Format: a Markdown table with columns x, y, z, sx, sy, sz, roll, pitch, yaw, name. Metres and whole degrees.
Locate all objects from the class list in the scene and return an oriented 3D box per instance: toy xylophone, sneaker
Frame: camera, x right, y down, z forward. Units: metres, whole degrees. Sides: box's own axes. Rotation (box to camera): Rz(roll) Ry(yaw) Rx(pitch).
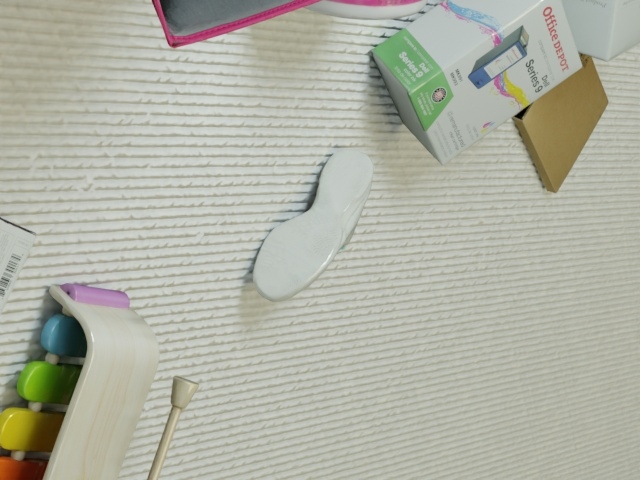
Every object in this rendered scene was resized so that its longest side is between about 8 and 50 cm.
| x | y | z | sx | sy | sz | roll | pitch | yaw | name |
| --- | --- | --- | --- | --- | --- | --- | --- | --- | --- |
| -0.243 | 0.208 | 1.927 | 0.236 | 0.081 | 0.323 | 30 | 83 | -60 | toy xylophone |
| 0.000 | 0.000 | 2.195 | 0.212 | 0.080 | 0.094 | -53 | 159 | -26 | sneaker |

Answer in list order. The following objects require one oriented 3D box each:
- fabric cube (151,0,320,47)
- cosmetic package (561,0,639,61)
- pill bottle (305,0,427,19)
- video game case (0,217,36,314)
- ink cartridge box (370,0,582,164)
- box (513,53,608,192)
| x | y | z | sx | sy | sz | roll | pitch | yaw | name |
| --- | --- | --- | --- | --- | --- | --- | --- | --- | --- |
| -0.063 | -0.361 | 1.572 | 0.254 | 0.258 | 0.259 | -19 | 136 | -4 | fabric cube |
| 0.345 | -0.347 | 2.435 | 0.151 | 0.151 | 0.184 | -29 | 134 | -48 | cosmetic package |
| 0.048 | -0.377 | 1.928 | 0.160 | 0.160 | 0.283 | -25 | 130 | -50 | pill bottle |
| -0.364 | 0.067 | 1.679 | 0.210 | 0.041 | 0.232 | 29 | 84 | -60 | video game case |
| 0.185 | -0.213 | 2.249 | 0.212 | 0.093 | 0.154 | -36 | 143 | -5 | ink cartridge box |
| 0.333 | -0.181 | 2.654 | 0.164 | 0.021 | 0.201 | -59 | 149 | -15 | box |
